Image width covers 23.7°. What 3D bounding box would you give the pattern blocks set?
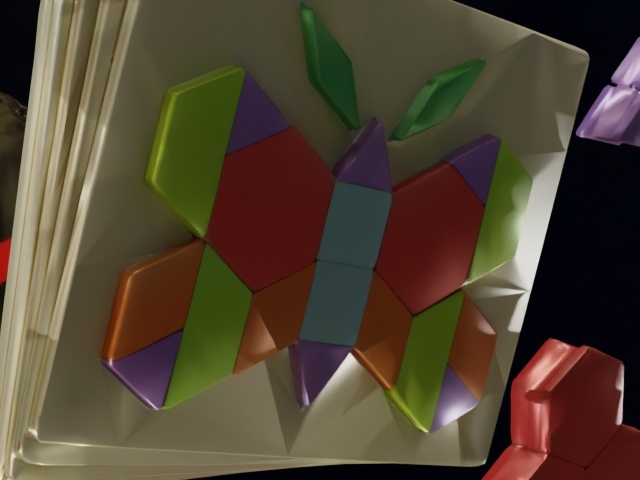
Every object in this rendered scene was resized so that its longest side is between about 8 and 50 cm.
[{"bbox_3d":[0.000,0.000,0.420,0.324,0.026,0.286,-10,-72,-39],"label":"pattern blocks set"}]

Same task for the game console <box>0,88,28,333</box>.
[{"bbox_3d":[-0.228,0.050,1.001,0.386,0.342,0.060,-34,-26,-53],"label":"game console"}]
